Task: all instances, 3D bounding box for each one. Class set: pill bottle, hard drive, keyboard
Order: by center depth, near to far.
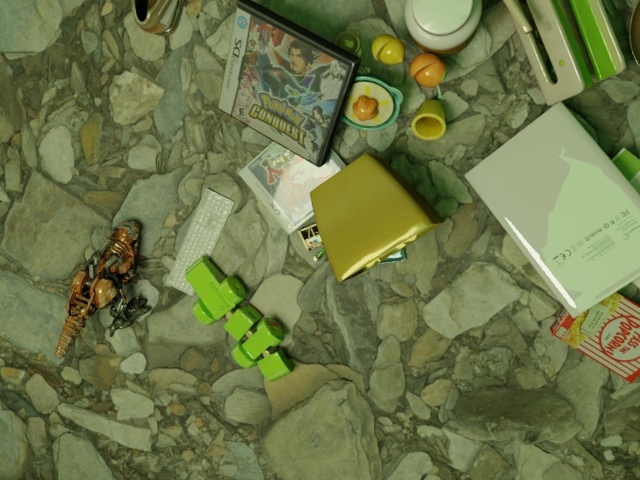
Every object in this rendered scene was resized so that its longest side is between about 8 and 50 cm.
[{"bbox_3d":[0.226,-0.417,1.146,0.136,0.246,0.136,2,102,11],"label":"pill bottle"},{"bbox_3d":[0.481,-0.060,1.213,0.233,0.047,0.353,-39,75,19],"label":"hard drive"},{"bbox_3d":[-0.283,0.007,1.455,0.072,0.014,0.256,28,105,5],"label":"keyboard"}]

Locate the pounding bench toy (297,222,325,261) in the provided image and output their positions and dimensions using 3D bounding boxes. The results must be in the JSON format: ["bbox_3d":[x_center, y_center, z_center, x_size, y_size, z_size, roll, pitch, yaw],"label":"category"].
[{"bbox_3d":[0.000,0.000,1.376,0.065,0.052,0.083,-22,96,14],"label":"pounding bench toy"}]

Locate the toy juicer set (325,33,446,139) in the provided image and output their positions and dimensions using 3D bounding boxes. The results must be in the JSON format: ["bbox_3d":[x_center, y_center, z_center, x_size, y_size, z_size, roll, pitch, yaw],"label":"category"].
[{"bbox_3d":[0.091,-0.303,1.229,0.329,0.089,0.209,9,142,11],"label":"toy juicer set"}]

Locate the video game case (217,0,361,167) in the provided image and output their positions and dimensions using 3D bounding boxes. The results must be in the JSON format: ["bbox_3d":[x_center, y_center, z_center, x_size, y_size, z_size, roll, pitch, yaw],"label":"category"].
[{"bbox_3d":[-0.075,-0.315,1.265,0.275,0.035,0.248,32,131,13],"label":"video game case"}]

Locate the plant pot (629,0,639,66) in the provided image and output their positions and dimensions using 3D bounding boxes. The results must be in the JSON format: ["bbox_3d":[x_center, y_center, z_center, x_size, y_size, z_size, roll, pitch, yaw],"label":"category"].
[{"bbox_3d":[0.702,-0.399,1.165,0.236,0.032,0.236,2,102,12],"label":"plant pot"}]

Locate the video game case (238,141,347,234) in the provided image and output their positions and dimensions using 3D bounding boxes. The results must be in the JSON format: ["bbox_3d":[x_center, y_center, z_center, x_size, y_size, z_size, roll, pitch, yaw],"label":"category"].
[{"bbox_3d":[-0.052,-0.142,1.373,0.201,0.023,0.183,-39,92,16],"label":"video game case"}]

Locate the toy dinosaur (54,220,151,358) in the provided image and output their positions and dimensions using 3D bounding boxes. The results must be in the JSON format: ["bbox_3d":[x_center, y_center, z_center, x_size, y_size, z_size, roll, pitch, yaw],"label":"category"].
[{"bbox_3d":[-0.506,0.107,1.408,0.164,0.218,0.322,39,64,17],"label":"toy dinosaur"}]

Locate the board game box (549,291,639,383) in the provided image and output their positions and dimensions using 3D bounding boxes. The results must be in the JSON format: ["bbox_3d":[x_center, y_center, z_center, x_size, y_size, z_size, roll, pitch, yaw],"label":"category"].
[{"bbox_3d":[0.604,0.183,1.293,0.193,0.045,0.146,31,106,4],"label":"board game box"}]

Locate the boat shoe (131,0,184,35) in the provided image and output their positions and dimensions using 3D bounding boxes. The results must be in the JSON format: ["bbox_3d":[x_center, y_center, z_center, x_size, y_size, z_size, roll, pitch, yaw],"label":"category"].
[{"bbox_3d":[-0.328,-0.587,1.299,0.113,0.103,0.302,11,103,9],"label":"boat shoe"}]

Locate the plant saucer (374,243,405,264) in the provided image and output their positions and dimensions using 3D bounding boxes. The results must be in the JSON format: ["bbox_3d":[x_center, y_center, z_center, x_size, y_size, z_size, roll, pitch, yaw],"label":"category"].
[{"bbox_3d":[0.137,-0.045,1.358,0.067,0.018,0.192,-9,100,13],"label":"plant saucer"}]

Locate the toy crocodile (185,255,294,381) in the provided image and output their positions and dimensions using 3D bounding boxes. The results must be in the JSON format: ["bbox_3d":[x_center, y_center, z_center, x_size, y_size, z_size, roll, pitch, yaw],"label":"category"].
[{"bbox_3d":[-0.184,0.180,1.433,0.115,0.105,0.340,-44,86,16],"label":"toy crocodile"}]

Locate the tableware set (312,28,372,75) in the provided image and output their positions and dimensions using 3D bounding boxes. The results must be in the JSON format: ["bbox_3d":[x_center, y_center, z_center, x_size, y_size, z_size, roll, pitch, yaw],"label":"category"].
[{"bbox_3d":[0.024,-0.372,1.314,0.169,0.020,0.141,-4,100,11],"label":"tableware set"}]

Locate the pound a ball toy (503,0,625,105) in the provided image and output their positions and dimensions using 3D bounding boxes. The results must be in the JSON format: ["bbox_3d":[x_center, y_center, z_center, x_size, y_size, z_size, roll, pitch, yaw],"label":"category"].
[{"bbox_3d":[0.394,-0.411,1.154,0.208,0.136,0.319,-28,96,-21],"label":"pound a ball toy"}]

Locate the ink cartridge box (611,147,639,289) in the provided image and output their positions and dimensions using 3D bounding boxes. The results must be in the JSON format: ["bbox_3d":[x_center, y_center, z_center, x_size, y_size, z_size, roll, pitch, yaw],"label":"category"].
[{"bbox_3d":[0.633,-0.029,1.224,0.255,0.097,0.189,46,107,18],"label":"ink cartridge box"}]

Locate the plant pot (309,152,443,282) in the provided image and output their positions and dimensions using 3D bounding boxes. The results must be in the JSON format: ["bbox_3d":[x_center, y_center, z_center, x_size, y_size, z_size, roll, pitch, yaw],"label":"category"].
[{"bbox_3d":[0.100,-0.057,1.258,0.212,0.212,0.187,-33,82,16],"label":"plant pot"}]
